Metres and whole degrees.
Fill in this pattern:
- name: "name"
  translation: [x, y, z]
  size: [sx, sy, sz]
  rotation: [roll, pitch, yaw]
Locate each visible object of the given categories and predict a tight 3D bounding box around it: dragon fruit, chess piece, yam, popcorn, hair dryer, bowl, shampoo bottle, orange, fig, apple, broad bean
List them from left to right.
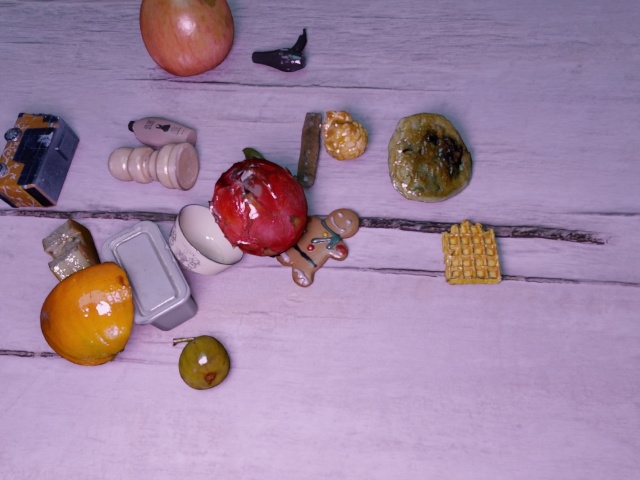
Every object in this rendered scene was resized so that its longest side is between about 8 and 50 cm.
- name: "orange"
  translation: [-0.633, 0.206, 1.316]
  size: [0.311, 0.274, 0.274]
  rotation: [-25, 63, 3]
- name: "chess piece"
  translation: [-0.594, -0.265, 1.648]
  size: [0.300, 0.167, 0.166]
  rotation: [6, 63, 12]
- name: "shampoo bottle"
  translation: [-0.592, -0.398, 1.753]
  size: [0.257, 0.078, 0.127]
  rotation: [13, 65, 13]
- name: "apple"
  translation: [-0.518, -0.839, 1.836]
  size: [0.365, 0.363, 0.363]
  rotation: [-2, 63, 4]
- name: "bowl"
  translation: [-0.364, 0.016, 1.458]
  size: [0.126, 0.238, 0.237]
  rotation: [-45, 61, 24]
- name: "fig"
  translation: [-0.331, 0.335, 1.338]
  size: [0.148, 0.186, 0.142]
  rotation: [-32, 109, -1]
- name: "dragon fruit"
  translation: [-0.185, -0.100, 1.440]
  size: [0.296, 0.301, 0.295]
  rotation: [-23, 40, 21]
- name: "broad bean"
  translation: [-0.190, -0.255, 1.657]
  size: [0.255, 0.046, 0.065]
  rotation: [35, 108, 24]
- name: "hair dryer"
  translation: [-0.128, -0.781, 1.931]
  size: [0.236, 0.091, 0.271]
  rotation: [14, 52, 23]
- name: "yam"
  translation: [-0.039, -0.325, 1.674]
  size: [0.071, 0.067, 0.316]
  rotation: [9, 64, -5]
- name: "popcorn"
  translation: [0.078, -0.360, 1.631]
  size: [0.170, 0.180, 0.179]
  rotation: [1, 57, -32]

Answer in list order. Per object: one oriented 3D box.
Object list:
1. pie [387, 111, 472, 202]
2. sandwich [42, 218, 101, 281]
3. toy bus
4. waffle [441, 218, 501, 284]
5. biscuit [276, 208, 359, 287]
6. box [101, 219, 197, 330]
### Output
- name: "pie"
  translation: [0.366, -0.270, 1.562]
  size: [0.324, 0.070, 0.322]
  rotation: [2, 80, -11]
- name: "sandwich"
  translation: [-0.774, 0.065, 1.504]
  size: [0.122, 0.128, 0.235]
  rotation: [-33, 64, -3]
- name: "toy bus"
  translation: [-1.012, -0.286, 1.688]
  size: [0.195, 0.161, 0.323]
  rotation: [3, 65, 6]
- name: "waffle"
  translation: [0.454, 0.030, 1.451]
  size: [0.161, 0.055, 0.210]
  rotation: [-2, 63, 3]
- name: "biscuit"
  translation: [0.000, 0.000, 1.514]
  size: [0.302, 0.049, 0.197]
  rotation: [-38, 68, -15]
- name: "box"
  translation: [-0.495, 0.118, 1.418]
  size: [0.175, 0.182, 0.311]
  rotation: [-30, 65, -11]
